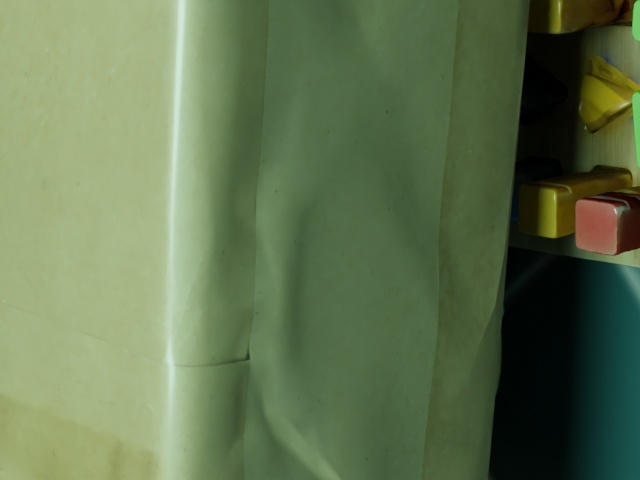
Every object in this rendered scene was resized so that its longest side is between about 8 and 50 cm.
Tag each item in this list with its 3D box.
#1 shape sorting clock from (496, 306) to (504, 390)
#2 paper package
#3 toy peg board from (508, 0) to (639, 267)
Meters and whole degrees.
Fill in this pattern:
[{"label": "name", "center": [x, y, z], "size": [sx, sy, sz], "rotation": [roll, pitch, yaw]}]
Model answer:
[{"label": "shape sorting clock", "center": [0.000, 0.000, 0.756], "size": [0.206, 0.040, 0.206], "rotation": [40, 143, 39]}, {"label": "paper package", "center": [-0.103, -0.016, 0.666], "size": [0.324, 0.168, 0.310], "rotation": [12, 103, 40]}, {"label": "toy peg board", "center": [0.102, -0.064, 0.641], "size": [0.160, 0.079, 0.161], "rotation": [10, 106, 45]}]
